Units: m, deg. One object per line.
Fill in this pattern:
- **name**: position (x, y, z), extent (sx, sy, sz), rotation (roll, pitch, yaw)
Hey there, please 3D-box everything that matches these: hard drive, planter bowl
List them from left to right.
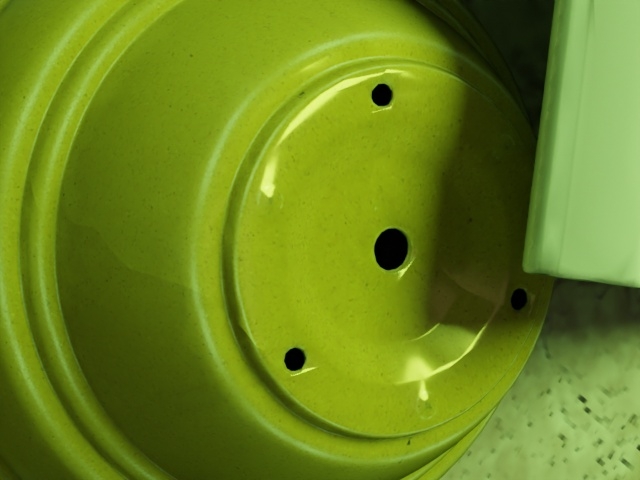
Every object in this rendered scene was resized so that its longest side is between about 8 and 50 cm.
- **planter bowl**: position (0.000, 0.000, 0.420), extent (0.217, 0.090, 0.217), rotation (-2, 94, -30)
- **hard drive**: position (0.121, -0.137, 0.448), extent (0.203, 0.040, 0.307), rotation (8, 89, -67)
